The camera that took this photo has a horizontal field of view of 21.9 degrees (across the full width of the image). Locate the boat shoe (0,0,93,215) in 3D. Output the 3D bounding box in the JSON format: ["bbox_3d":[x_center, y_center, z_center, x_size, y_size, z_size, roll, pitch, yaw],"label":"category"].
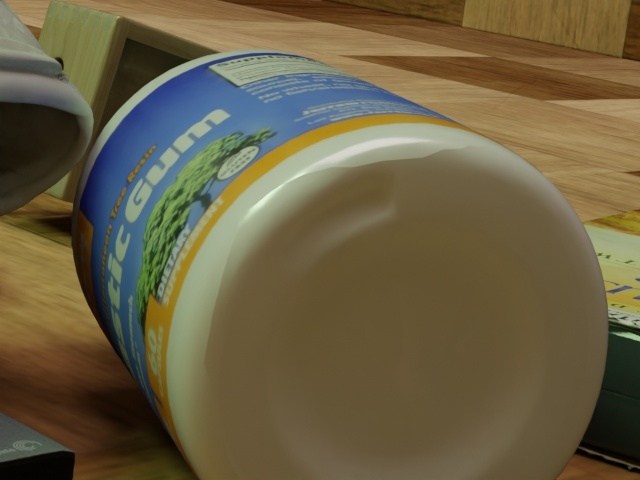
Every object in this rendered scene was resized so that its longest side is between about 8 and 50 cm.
[{"bbox_3d":[-0.178,-0.005,0.538,0.156,0.136,0.367,40,22,5],"label":"boat shoe"}]

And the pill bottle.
[{"bbox_3d":[-0.014,0.007,0.646,0.152,0.152,0.272,3,13,-20],"label":"pill bottle"}]

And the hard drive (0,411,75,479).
[{"bbox_3d":[-0.164,0.069,0.583,0.094,0.022,0.135,-5,17,-45],"label":"hard drive"}]

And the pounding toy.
[{"bbox_3d":[-0.136,-0.064,0.999,0.130,0.141,0.100,15,3,-44],"label":"pounding toy"}]

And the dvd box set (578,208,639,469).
[{"bbox_3d":[0.264,0.047,0.834,0.307,0.062,0.420,15,14,33],"label":"dvd box set"}]
